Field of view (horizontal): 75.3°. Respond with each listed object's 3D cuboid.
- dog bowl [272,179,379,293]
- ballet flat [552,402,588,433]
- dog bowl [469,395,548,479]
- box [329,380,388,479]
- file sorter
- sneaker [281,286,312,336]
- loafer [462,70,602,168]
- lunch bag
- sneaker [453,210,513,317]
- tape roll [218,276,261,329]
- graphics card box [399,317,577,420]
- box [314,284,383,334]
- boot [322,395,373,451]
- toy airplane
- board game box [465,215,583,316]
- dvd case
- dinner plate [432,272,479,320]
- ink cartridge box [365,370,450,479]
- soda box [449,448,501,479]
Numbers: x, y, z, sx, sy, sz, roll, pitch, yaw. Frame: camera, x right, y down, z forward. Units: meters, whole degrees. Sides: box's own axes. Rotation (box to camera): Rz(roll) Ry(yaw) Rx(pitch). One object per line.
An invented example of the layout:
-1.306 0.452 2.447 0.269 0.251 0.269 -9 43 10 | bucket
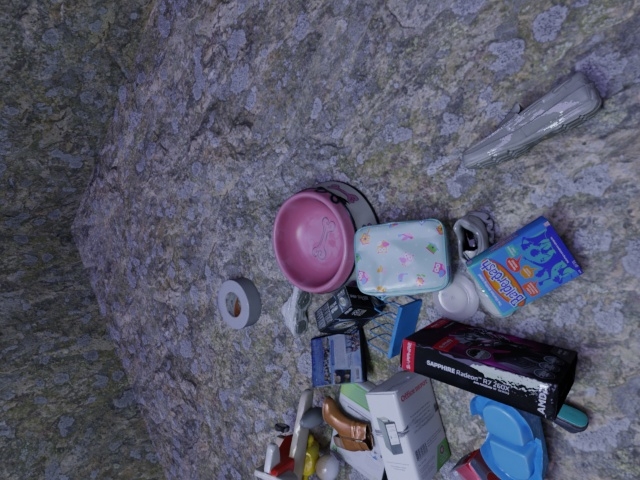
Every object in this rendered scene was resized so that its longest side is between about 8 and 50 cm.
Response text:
0.000 0.000 1.432 0.407 0.150 0.409 7 100 41 | dog bowl
0.565 0.419 1.058 0.203 0.074 0.074 28 113 30 | ballet flat
0.493 0.504 1.072 0.165 0.074 0.298 3 117 53 | dog bowl
0.158 0.655 1.451 0.232 0.058 0.323 22 111 37 | box
0.227 0.255 1.295 0.104 0.118 0.171 23 111 41 | file sorter
-0.105 0.249 1.601 0.115 0.090 0.233 23 110 40 | sneaker
0.489 -0.277 1.002 0.319 0.112 0.112 -27 73 32 | loafer
0.235 0.058 1.214 0.278 0.107 0.224 -7 85 24 | lunch bag
0.424 0.068 1.097 0.110 0.118 0.293 -24 82 38 | sneaker
-0.359 0.276 1.833 0.219 0.072 0.220 7 100 41 | tape roll
0.421 0.305 1.056 0.370 0.232 0.095 10 102 40 | graphics card box
0.092 0.235 1.376 0.180 0.147 0.078 -46 45 34 | box
0.096 0.624 1.418 0.152 0.072 0.197 -17 97 43 | boot
-0.068 0.778 1.449 0.272 0.385 0.387 8 126 6 | toy airplane
0.488 0.066 1.005 0.210 0.047 0.160 -36 97 19 | board game box
0.060 0.421 1.484 0.252 0.022 0.181 -24 59 41 | dvd case
0.389 0.166 1.207 0.141 0.017 0.142 6 100 42 | dinner plate
0.266 0.555 1.247 0.114 0.198 0.273 -19 83 42 | ink cartridge box
0.486 0.734 1.152 0.263 0.092 0.083 54 125 22 | soda box
